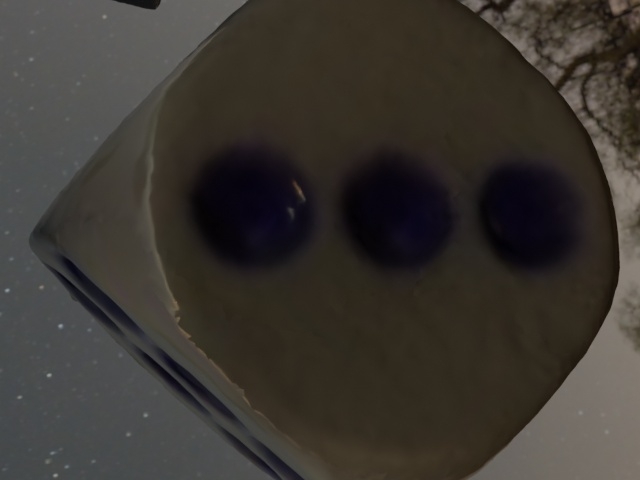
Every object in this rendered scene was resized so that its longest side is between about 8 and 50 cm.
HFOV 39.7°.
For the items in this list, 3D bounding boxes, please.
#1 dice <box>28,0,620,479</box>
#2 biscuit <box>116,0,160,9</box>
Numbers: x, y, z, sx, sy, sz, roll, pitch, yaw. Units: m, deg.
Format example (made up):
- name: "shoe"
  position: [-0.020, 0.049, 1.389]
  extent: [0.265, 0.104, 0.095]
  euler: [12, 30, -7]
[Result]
- name: "dice"
  position: [0.000, 0.000, 0.550]
  extent: [0.259, 0.243, 0.251]
  euler: [45, -110, -7]
- name: "biscuit"
  position: [-0.217, -0.355, 0.934]
  extent: [0.252, 0.106, 0.070]
  euler: [106, 177, -64]
